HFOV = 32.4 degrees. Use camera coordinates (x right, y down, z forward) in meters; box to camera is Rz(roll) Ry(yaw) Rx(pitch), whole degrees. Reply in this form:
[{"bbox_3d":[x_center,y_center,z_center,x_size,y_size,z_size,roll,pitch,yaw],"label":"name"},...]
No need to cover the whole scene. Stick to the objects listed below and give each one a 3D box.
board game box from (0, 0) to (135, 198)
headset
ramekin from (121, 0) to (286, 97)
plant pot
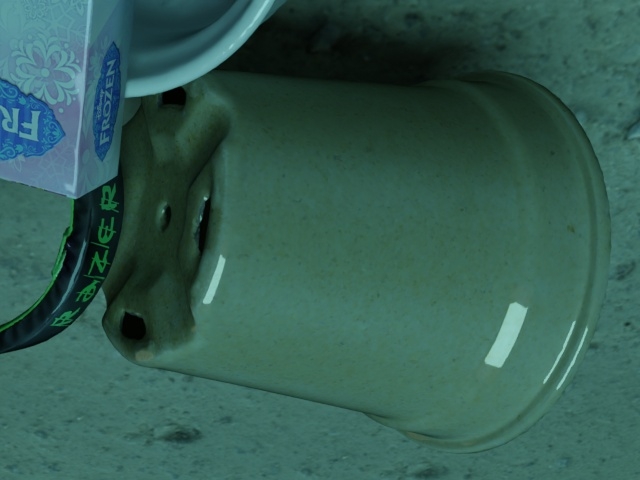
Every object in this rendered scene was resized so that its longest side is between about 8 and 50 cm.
[{"bbox_3d":[-0.266,-0.216,0.683,0.319,0.066,0.318,14,112,12],"label":"board game box"},{"bbox_3d":[-0.342,-0.061,0.840,0.394,0.185,0.243,25,102,19],"label":"headset"},{"bbox_3d":[-0.125,-0.245,0.741,0.277,0.135,0.277,6,110,16],"label":"ramekin"},{"bbox_3d":[0.000,0.000,0.876,0.305,0.333,0.334,8,132,-34],"label":"plant pot"}]
